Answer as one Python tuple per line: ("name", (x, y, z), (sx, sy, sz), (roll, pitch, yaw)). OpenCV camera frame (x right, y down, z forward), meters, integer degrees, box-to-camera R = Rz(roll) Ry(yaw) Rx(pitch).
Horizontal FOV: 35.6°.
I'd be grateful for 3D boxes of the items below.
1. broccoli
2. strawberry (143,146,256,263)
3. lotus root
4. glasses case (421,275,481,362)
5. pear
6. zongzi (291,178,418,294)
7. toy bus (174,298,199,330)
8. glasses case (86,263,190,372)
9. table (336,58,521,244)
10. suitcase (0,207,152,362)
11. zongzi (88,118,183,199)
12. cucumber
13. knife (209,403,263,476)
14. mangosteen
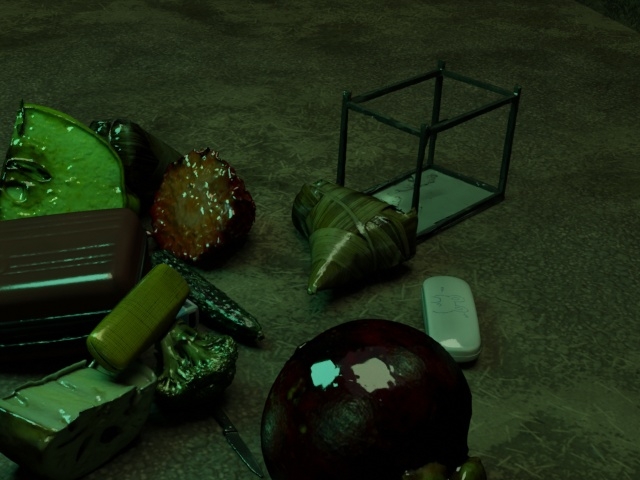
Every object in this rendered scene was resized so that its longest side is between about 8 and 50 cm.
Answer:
("broccoli", (-0.201, 0.194, 1.514), (0.146, 0.138, 0.162), (-18, 21, 41))
("strawberry", (-0.211, -0.050, 1.945), (0.234, 0.234, 0.178), (27, 6, 36))
("lotus root", (-0.344, 0.247, 1.395), (0.119, 0.138, 0.235), (30, 36, 28))
("glasses case", (0.226, 0.133, 1.738), (0.092, 0.059, 0.233), (5, 30, 0))
("pear", (-0.448, -0.109, 1.798), (0.255, 0.238, 0.164), (11, -4, -15))
("zongzi", (0.000, 0.000, 1.897), (0.286, 0.134, 0.288), (22, 41, 40))
("toy bus", (-0.267, 0.118, 1.708), (0.075, 0.060, 0.123), (-24, 40, -38))
("glasses case", (-0.265, 0.113, 1.475), (0.079, 0.064, 0.234), (50, 32, -9))
("table", (0.228, -0.196, 2.110), (0.222, 0.272, 0.335), (27, 37, 35))
("suitcase", (-0.428, 0.072, 1.613), (0.297, 0.161, 0.236), (-6, 38, 3))
("zongzi", (-0.332, -0.160, 2.029), (0.317, 0.154, 0.289), (3, -3, -19))
("cucumber", (-0.202, 0.103, 1.739), (0.067, 0.067, 0.293), (-21, 39, -37))
("knife", (-0.125, 0.293, 1.464), (0.023, 0.010, 0.170), (-13, 35, -28))
("mangosteen", (0.070, 0.254, 1.294), (0.311, 0.311, 0.311), (3, 29, -2))
